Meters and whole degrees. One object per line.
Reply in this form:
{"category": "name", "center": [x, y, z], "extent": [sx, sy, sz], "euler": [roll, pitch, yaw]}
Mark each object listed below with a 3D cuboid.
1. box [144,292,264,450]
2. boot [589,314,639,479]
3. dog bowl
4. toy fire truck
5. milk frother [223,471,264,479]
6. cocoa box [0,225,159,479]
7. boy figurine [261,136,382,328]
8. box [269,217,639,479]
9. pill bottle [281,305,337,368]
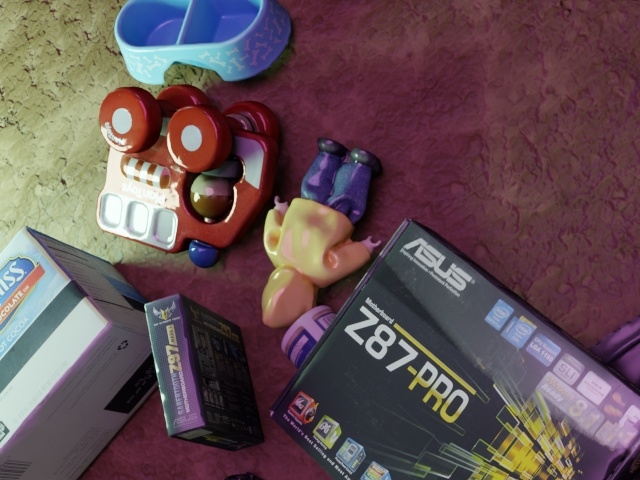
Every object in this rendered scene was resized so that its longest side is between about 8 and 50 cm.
{"category": "box", "center": [-0.157, 0.188, 1.431], "extent": [0.059, 0.233, 0.183], "euler": [-17, 71, 11]}
{"category": "boot", "center": [0.428, 0.336, 1.202], "extent": [0.367, 0.146, 0.445], "euler": [-43, 61, 18]}
{"category": "dog bowl", "center": [-0.196, -0.340, 1.652], "extent": [0.297, 0.074, 0.166], "euler": [2, 62, 22]}
{"category": "toy fire truck", "center": [-0.206, -0.097, 1.584], "extent": [0.302, 0.169, 0.254], "euler": [17, 107, 25]}
{"category": "milk frother", "center": [-0.087, 0.406, 1.434], "extent": [0.135, 0.129, 0.143], "euler": [-65, 22, -4]}
{"category": "cocoa box", "center": [-0.420, 0.196, 1.535], "extent": [0.228, 0.231, 0.347], "euler": [43, 94, 26]}
{"category": "boy figurine", "center": [0.000, 0.000, 1.484], "extent": [0.177, 0.092, 0.285], "euler": [17, 80, 20]}
{"category": "box", "center": [0.168, 0.212, 1.247], "extent": [0.395, 0.097, 0.318], "euler": [41, 99, 30]}
{"category": "pill bottle", "center": [0.031, 0.178, 1.435], "extent": [0.094, 0.094, 0.169], "euler": [-47, 65, 5]}
